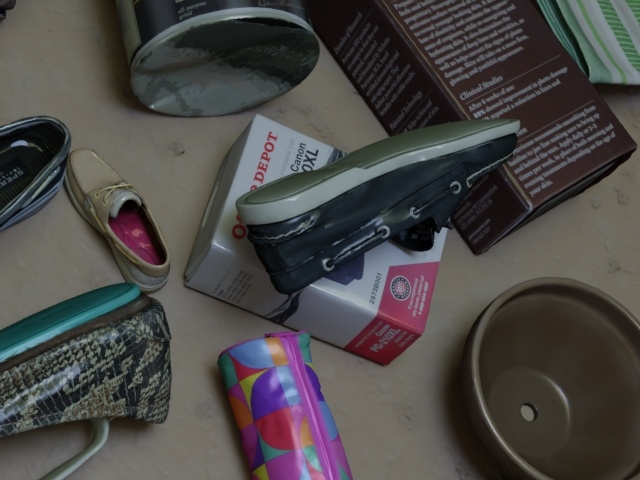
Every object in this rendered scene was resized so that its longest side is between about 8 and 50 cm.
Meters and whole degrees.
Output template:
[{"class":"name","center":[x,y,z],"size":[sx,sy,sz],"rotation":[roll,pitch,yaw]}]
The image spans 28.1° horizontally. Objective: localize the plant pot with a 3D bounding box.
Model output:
[{"class":"plant pot","center":[0.242,0.166,1.349],"size":[0.237,0.110,0.237],"rotation":[10,62,-19]}]

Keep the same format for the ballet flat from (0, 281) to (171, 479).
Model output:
[{"class":"ballet flat","center":[-0.338,0.173,1.089],"size":[0.483,0.164,0.182],"rotation":[-14,99,-30]}]

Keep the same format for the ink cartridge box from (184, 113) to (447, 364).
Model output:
[{"class":"ink cartridge box","center":[0.000,0.000,1.334],"size":[0.237,0.100,0.172],"rotation":[23,58,-11]}]

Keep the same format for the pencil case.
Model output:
[{"class":"pencil case","center":[-0.021,0.201,1.229],"size":[0.104,0.104,0.236],"rotation":[-12,70,-27]}]

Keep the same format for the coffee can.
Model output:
[{"class":"coffee can","center":[-0.128,-0.299,1.368],"size":[0.201,0.201,0.275],"rotation":[-5,68,-25]}]

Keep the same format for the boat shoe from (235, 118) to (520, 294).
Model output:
[{"class":"boat shoe","center":[0.074,-0.036,1.261],"size":[0.340,0.127,0.113],"rotation":[-24,106,-39]}]

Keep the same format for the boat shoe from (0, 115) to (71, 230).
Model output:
[{"class":"boat shoe","center":[-0.371,-0.024,1.178],"size":[0.121,0.119,0.335],"rotation":[45,57,3]}]

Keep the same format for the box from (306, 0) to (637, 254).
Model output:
[{"class":"box","center":[0.162,-0.195,1.479],"size":[0.191,0.143,0.381],"rotation":[-28,80,-31]}]

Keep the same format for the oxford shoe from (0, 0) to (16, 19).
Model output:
[{"class":"oxford shoe","center":[-0.380,-0.277,1.298],"size":[0.364,0.130,0.132],"rotation":[-40,91,-32]}]

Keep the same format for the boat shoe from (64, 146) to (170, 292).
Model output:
[{"class":"boat shoe","center":[-0.199,-0.030,1.289],"size":[0.063,0.059,0.170],"rotation":[-30,80,-31]}]

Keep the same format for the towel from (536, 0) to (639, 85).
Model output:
[{"class":"towel","center":[0.372,-0.303,1.616],"size":[0.325,0.038,0.248],"rotation":[-6,65,-47]}]
